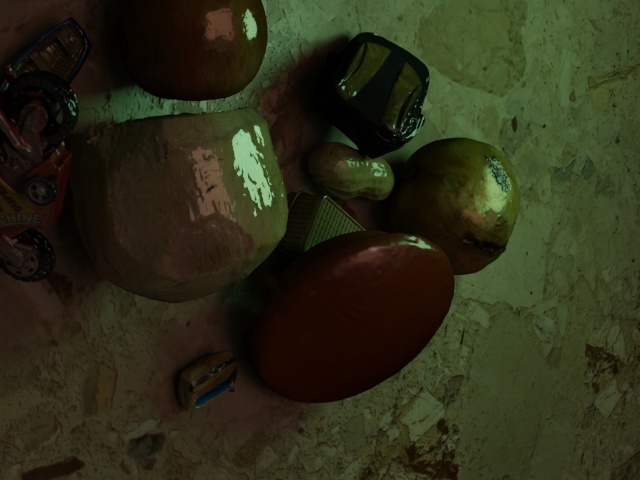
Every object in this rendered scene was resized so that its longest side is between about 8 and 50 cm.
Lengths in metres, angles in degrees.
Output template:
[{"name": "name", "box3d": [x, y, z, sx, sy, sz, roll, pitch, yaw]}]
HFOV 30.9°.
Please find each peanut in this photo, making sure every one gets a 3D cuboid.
[{"name": "peanut", "box3d": [0.058, -0.114, 2.018, 0.214, 0.090, 0.099, 8, 93, -50]}]

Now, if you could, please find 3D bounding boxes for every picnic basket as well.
[{"name": "picnic basket", "box3d": [0.000, 0.000, 1.965, 0.164, 0.079, 0.115, 40, 63, -44]}]

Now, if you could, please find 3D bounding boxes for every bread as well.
[{"name": "bread", "box3d": [-0.176, 0.213, 1.797, 0.106, 0.053, 0.072, -30, 139, -42]}]

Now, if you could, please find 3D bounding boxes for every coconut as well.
[{"name": "coconut", "box3d": [-0.188, -0.048, 1.579, 0.297, 0.297, 0.255, -15, 104, -49]}]

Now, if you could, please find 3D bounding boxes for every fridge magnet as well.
[{"name": "fridge magnet", "box3d": [0.052, 0.121, 1.892, 0.363, 0.155, 0.364, -18, 138, -17]}]

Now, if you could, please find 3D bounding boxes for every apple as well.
[{"name": "apple", "box3d": [-0.179, -0.294, 1.625, 0.211, 0.211, 0.188, -26, 121, -46]}]

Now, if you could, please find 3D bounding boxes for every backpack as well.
[{"name": "backpack", "box3d": [0.094, -0.262, 2.002, 0.206, 0.133, 0.258, 37, 49, -9]}]

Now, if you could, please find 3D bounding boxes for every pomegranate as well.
[{"name": "pomegranate", "box3d": [0.248, -0.064, 2.145, 0.260, 0.260, 0.261, -6, 98, -50]}]

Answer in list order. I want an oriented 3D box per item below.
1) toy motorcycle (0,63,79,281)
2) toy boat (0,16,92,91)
[{"name": "toy motorcycle", "box3d": [-0.384, -0.080, 1.406, 0.089, 0.171, 0.298, -61, 169, -58]}, {"name": "toy boat", "box3d": [-0.383, -0.201, 1.513, 0.229, 0.045, 0.080, -58, 134, -29]}]
